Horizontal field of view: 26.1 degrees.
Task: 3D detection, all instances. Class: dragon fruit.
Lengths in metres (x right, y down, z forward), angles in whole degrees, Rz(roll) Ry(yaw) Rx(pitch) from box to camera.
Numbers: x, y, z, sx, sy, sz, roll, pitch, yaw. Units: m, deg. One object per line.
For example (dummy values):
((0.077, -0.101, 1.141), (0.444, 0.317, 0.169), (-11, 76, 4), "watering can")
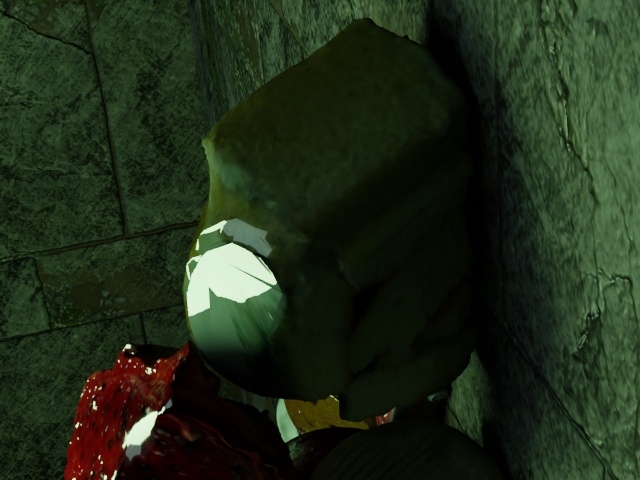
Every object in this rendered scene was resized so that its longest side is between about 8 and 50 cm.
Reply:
((-0.111, 0.206, 1.488), (0.228, 0.286, 0.329), (-89, 17, -44), "dragon fruit")

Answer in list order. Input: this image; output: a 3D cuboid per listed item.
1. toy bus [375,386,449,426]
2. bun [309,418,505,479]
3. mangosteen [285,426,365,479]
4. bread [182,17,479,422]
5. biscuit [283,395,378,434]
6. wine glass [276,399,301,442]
((0.111, 0.194, 1.720), (0.192, 0.077, 0.065), (93, 159, -58), "toy bus")
((0.105, 0.304, 1.526), (0.237, 0.210, 0.116), (29, 164, 18), "bun")
((0.033, 0.382, 1.710), (0.311, 0.311, 0.311), (169, 90, -80), "mangosteen")
((-0.004, -0.005, 1.439), (0.239, 0.264, 0.395), (34, 138, 43), "bread")
((0.029, 0.286, 2.103), (0.212, 0.036, 0.212), (32, 147, 24), "biscuit")
((-0.028, 0.252, 2.316), (0.143, 0.143, 0.321), (92, 153, -52), "wine glass")
